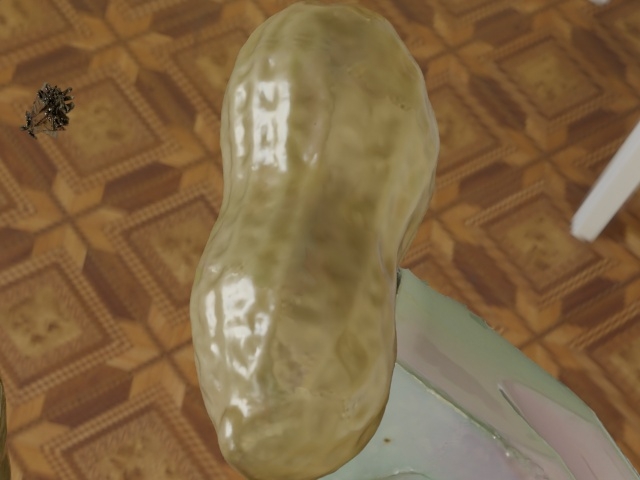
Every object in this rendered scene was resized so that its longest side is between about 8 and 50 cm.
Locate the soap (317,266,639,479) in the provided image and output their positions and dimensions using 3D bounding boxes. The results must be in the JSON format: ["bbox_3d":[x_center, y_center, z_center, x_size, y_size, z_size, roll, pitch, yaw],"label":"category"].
[{"bbox_3d":[0.117,0.242,1.086,0.446,0.261,0.156,55,29,-13],"label":"soap"}]

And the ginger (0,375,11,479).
[{"bbox_3d":[-0.160,0.124,0.480,0.109,0.263,0.116,-8,44,-19],"label":"ginger"}]

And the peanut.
[{"bbox_3d":[0.000,0.000,0.722,0.123,0.123,0.257,9,73,-12],"label":"peanut"}]

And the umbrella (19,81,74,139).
[{"bbox_3d":[-0.157,-0.072,0.803,0.020,0.083,0.031,-23,95,-28],"label":"umbrella"}]
